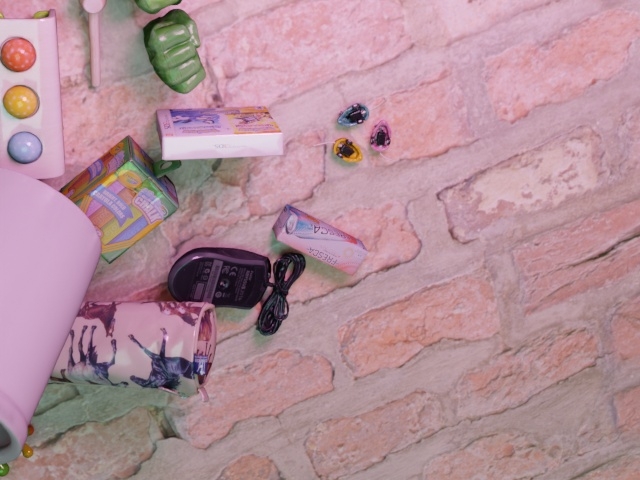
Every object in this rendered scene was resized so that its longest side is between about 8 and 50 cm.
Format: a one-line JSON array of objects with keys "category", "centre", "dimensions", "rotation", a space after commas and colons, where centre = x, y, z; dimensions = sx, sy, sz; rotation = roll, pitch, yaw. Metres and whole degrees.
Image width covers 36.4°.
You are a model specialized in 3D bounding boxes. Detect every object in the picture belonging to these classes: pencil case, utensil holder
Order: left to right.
[{"category": "utensil holder", "centre": [-0.563, 0.118, 1.574], "dimensions": [0.328, 0.385, 0.327], "rotation": [11, 143, 8]}, {"category": "pencil case", "centre": [-0.400, 0.203, 1.801], "dimensions": [0.411, 0.160, 0.183], "rotation": [1, 71, 1]}]

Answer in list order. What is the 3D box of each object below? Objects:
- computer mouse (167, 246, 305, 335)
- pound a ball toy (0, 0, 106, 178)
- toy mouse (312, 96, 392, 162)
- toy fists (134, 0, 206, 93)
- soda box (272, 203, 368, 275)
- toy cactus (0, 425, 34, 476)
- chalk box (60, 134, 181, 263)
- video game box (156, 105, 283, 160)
[{"category": "computer mouse", "centre": [-0.178, 0.079, 1.896], "dimensions": [0.272, 0.072, 0.188], "rotation": [12, 109, -31]}, {"category": "pound a ball toy", "centre": [-0.460, -0.267, 1.629], "dimensions": [0.208, 0.135, 0.319], "rotation": [-2, 115, -12]}, {"category": "toy mouse", "centre": [0.084, -0.214, 1.838], "dimensions": [0.161, 0.031, 0.143], "rotation": [22, 108, -22]}, {"category": "toy fists", "centre": [-0.262, -0.380, 1.619], "dimensions": [0.096, 0.142, 0.279], "rotation": [-16, 117, -6]}, {"category": "soda box", "centre": [0.000, 0.000, 1.902], "dimensions": [0.183, 0.058, 0.063], "rotation": [25, 106, -23]}, {"category": "toy cactus", "centre": [-0.652, 0.352, 1.901], "dimensions": [0.181, 0.112, 0.219], "rotation": [6, 116, 5]}, {"category": "chalk box", "centre": [-0.343, -0.089, 1.740], "dimensions": [0.213, 0.132, 0.132], "rotation": [-39, 117, 5]}, {"category": "video game box", "centre": [-0.181, -0.190, 1.700], "dimensions": [0.205, 0.187, 0.048], "rotation": [-4, 115, -12]}]
